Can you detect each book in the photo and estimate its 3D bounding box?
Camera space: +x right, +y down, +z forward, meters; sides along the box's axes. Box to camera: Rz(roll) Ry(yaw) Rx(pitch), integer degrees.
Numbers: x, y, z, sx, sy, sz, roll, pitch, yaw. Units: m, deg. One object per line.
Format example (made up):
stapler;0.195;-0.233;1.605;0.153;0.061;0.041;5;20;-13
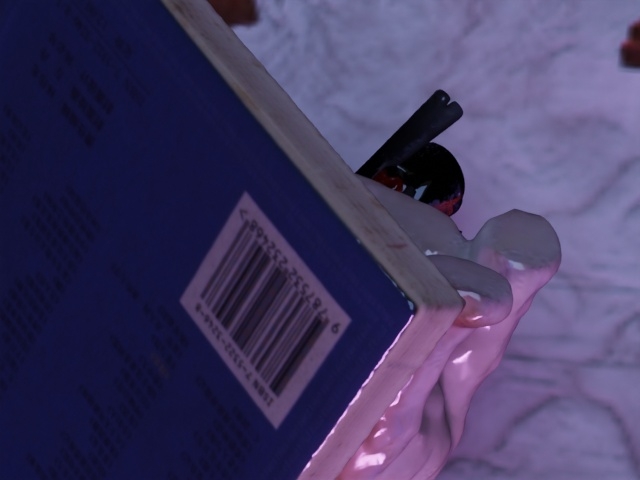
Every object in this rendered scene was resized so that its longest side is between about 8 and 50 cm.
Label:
book;-0.085;0.047;0.597;0.191;0.025;0.269;51;124;26

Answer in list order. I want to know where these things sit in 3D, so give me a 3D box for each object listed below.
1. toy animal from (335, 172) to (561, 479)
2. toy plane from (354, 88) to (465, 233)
toy animal;-0.029;0.061;0.625;0.184;0.104;0.185;22;114;24
toy plane;0.000;0.000;0.680;0.145;0.060;0.037;-32;68;12
